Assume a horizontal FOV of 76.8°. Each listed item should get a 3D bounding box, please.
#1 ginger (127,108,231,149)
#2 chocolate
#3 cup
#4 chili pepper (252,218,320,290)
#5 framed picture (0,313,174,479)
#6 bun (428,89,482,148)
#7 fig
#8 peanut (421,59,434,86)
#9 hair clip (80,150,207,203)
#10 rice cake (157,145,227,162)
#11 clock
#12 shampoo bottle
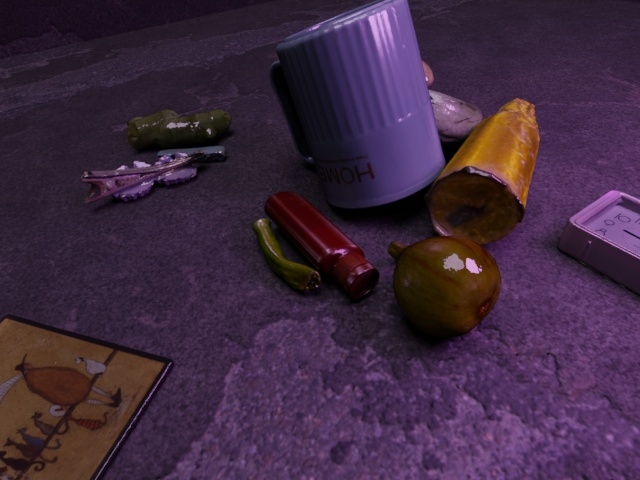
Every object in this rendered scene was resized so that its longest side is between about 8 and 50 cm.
[{"bbox_3d":[-0.394,-0.314,1.115,0.289,0.089,0.137,-2,33,7],"label":"ginger"},{"bbox_3d":[0.360,-0.175,0.805,0.161,0.162,0.445,18,46,26],"label":"chocolate"},{"bbox_3d":[0.071,-0.274,0.803,0.256,0.312,0.331,-25,29,-6],"label":"cup"},{"bbox_3d":[-0.069,0.028,0.710,0.050,0.052,0.202,-26,45,-20],"label":"chili pepper"},{"bbox_3d":[-0.410,0.234,0.551,0.337,0.014,0.256,9,44,17],"label":"framed picture"},{"bbox_3d":[0.271,-0.280,0.946,0.220,0.109,0.221,14,18,-5],"label":"bun"},{"bbox_3d":[0.169,0.044,0.593,0.147,0.142,0.186,-9,47,-45],"label":"fig"},{"bbox_3d":[0.177,-0.487,1.200,0.312,0.149,0.149,10,44,17],"label":"peanut"},{"bbox_3d":[-0.406,-0.159,0.949,0.291,0.085,0.106,-22,49,-24],"label":"hair clip"},{"bbox_3d":[-0.331,-0.217,1.037,0.179,0.031,0.042,-2,48,6],"label":"rice cake"},{"bbox_3d":[0.517,0.010,0.647,0.150,0.063,0.197,-26,45,-22],"label":"clock"},{"bbox_3d":[0.000,0.000,0.714,0.102,0.065,0.260,4,29,-41],"label":"shampoo bottle"}]
